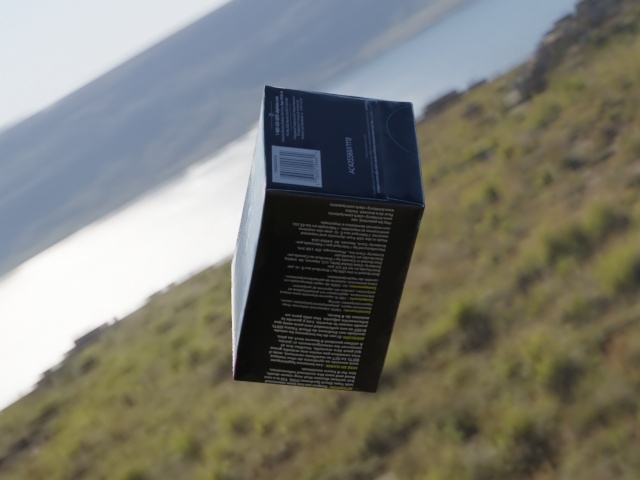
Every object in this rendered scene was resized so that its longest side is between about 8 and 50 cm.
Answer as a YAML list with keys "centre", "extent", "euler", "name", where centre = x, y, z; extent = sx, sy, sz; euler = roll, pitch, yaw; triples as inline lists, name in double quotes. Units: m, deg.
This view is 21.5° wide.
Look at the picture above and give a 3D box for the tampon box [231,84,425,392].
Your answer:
- centre: [0.000, 0.000, 1.109]
  extent: [0.101, 0.161, 0.120]
  euler: [6, 38, -8]
  name: "tampon box"
